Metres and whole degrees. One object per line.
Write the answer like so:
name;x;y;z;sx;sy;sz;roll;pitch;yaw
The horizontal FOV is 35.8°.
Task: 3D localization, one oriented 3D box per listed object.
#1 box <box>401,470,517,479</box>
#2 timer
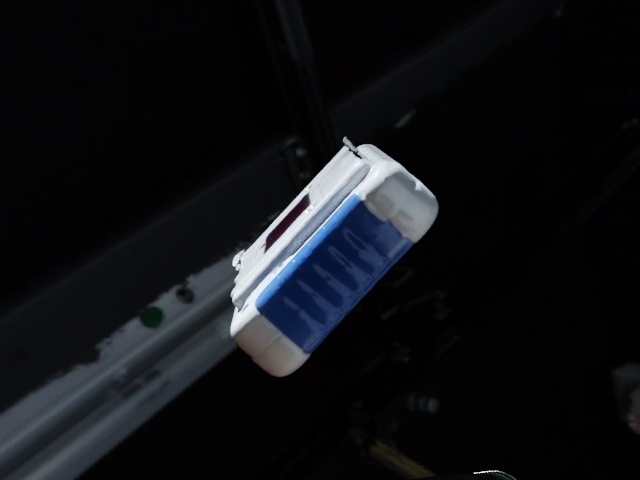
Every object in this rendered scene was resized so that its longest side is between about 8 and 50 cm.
box;0.070;0.269;0.811;0.090;0.201;0.145;26;-125;-58
timer;0.000;0.000;0.801;0.078;0.253;0.178;43;-86;-8
